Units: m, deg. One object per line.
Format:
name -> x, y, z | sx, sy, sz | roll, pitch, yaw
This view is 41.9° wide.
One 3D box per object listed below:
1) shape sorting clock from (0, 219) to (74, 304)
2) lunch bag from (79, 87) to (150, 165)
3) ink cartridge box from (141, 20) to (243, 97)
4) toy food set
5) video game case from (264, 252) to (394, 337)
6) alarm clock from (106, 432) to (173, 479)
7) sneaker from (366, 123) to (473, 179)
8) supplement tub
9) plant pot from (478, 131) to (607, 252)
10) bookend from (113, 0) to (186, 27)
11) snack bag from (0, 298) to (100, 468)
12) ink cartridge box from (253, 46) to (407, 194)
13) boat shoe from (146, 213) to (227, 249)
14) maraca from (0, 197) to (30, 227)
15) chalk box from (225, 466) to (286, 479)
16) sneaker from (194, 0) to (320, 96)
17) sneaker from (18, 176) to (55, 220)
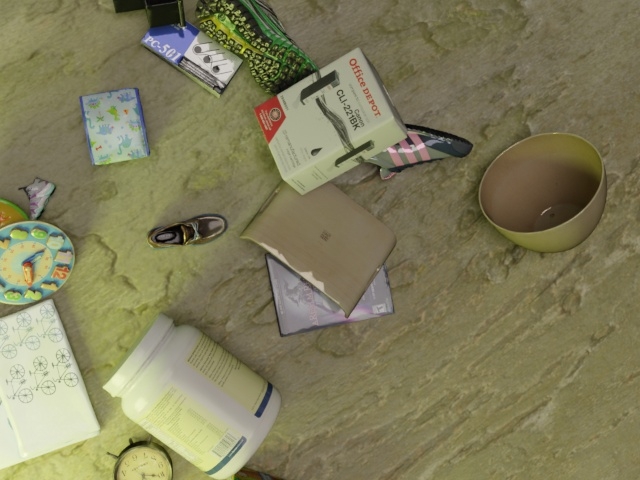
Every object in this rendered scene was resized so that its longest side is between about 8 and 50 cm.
shape sorting clock -> -0.620, 0.049, 1.758 | 0.206, 0.040, 0.206 | -21, 132, -25
lunch bag -> -0.444, -0.248, 1.809 | 0.128, 0.096, 0.151 | -12, 103, -10
ink cartridge box -> -0.285, -0.417, 1.859 | 0.207, 0.046, 0.097 | 34, 84, -9
toy food set -> 0.000, 0.000, 1.886 | 0.306, 0.092, 0.220 | 37, 69, -4
video game case -> 0.023, 0.101, 1.937 | 0.274, 0.026, 0.196 | -11, 93, -11
alarm clock -> -0.385, 0.529, 1.851 | 0.129, 0.064, 0.192 | -24, 93, -9
sneaker -> 0.190, -0.202, 1.932 | 0.319, 0.112, 0.131 | 7, 106, -6
supplement tub -> -0.271, 0.327, 1.780 | 0.325, 0.235, 0.235 | 39, 84, -9
plant pot -> 0.532, -0.080, 1.926 | 0.284, 0.284, 0.191 | -46, 133, -6
bookend -> -0.381, -0.523, 1.788 | 0.157, 0.072, 0.156 | -12, 57, -9
snack bag -> -0.689, 0.329, 1.806 | 0.342, 0.037, 0.323 | -19, 95, -9
ink cartridge box -> 0.022, -0.256, 1.805 | 0.272, 0.114, 0.197 | -28, 67, 11
boat shoe -> -0.294, -0.014, 1.854 | 0.183, 0.066, 0.066 | -17, 94, -10
maraca -> -0.664, -0.015, 1.774 | 0.127, 0.099, 0.186 | -30, 118, 18
chalk box -> -0.118, 0.606, 1.867 | 0.213, 0.132, 0.132 | 19, 88, -11
sneaker -> -0.111, -0.446, 1.847 | 0.343, 0.134, 0.146 | 43, 40, -23
sneaker -> -0.626, -0.091, 1.810 | 0.069, 0.038, 0.098 | 27, 77, -8
